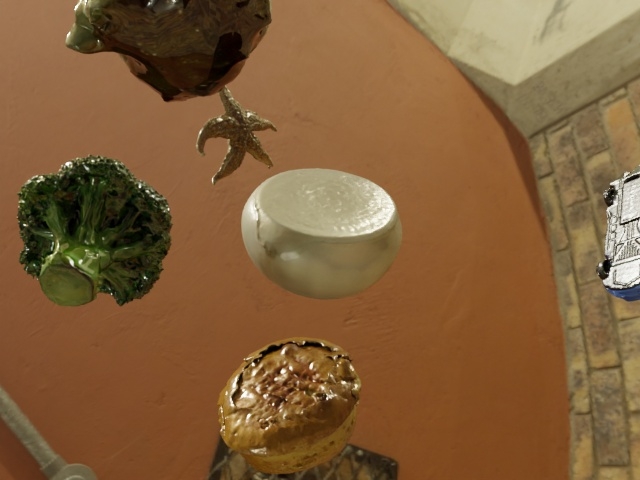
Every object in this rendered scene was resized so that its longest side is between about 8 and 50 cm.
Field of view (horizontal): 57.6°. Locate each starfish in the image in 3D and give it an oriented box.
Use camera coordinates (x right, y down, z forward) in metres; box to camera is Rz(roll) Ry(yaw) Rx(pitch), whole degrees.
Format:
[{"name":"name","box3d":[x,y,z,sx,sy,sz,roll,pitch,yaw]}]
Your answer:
[{"name":"starfish","box3d":[-0.216,-0.286,1.599,0.302,0.060,0.299,6,-103,-51]}]

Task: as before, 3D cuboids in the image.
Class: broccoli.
[{"name":"broccoli","box3d":[-0.408,0.010,1.027,0.297,0.297,0.297,30,-152,-20]}]

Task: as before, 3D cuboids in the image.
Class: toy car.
[{"name":"toy car","box3d":[0.448,-0.013,0.811,0.063,0.103,0.216,25,-116,-17]}]

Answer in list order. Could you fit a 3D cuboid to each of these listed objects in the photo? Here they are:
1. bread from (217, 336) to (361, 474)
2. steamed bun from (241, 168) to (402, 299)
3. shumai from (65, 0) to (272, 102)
[{"name":"bread","box3d":[-0.069,0.408,1.454,0.358,0.337,0.204,-21,-53,-4]},{"name":"steamed bun","box3d":[0.000,0.000,0.855,0.232,0.145,0.232,4,-146,-3]},{"name":"shumai","box3d":[-0.185,-0.337,0.675,0.324,0.397,0.323,8,-106,-45]}]
